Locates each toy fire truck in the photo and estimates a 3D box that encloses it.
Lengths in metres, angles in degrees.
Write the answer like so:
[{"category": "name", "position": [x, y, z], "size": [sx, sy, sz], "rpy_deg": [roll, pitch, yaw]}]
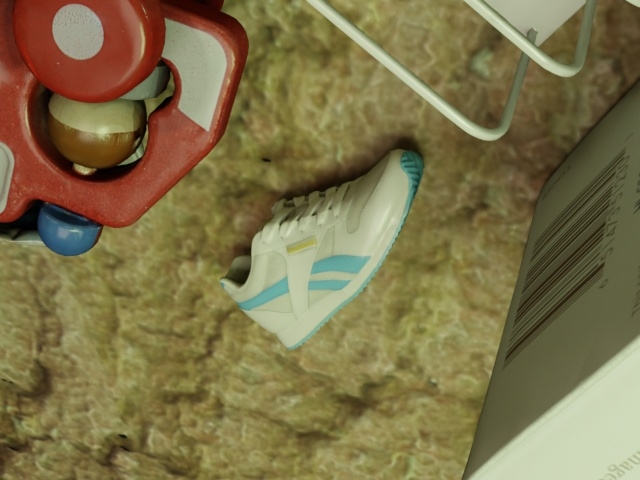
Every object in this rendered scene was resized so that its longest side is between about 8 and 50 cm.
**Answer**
[{"category": "toy fire truck", "position": [-0.212, -0.124, 0.905], "size": [0.302, 0.169, 0.254], "rpy_deg": [22, 119, 4]}]

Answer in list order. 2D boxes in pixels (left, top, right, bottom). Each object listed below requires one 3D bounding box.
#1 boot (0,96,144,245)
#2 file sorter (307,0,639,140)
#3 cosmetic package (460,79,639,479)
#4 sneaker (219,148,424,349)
[{"category": "boot", "position": [-0.285, -0.072, 1.032], "size": [0.258, 0.123, 0.095], "rpy_deg": [13, 130, 10]}, {"category": "file sorter", "position": [0.139, -0.225, 0.725], "size": [0.193, 0.173, 0.277], "rpy_deg": [38, 129, -12]}, {"category": "cosmetic package", "position": [0.359, 0.065, 0.770], "size": [0.393, 0.329, 0.327], "rpy_deg": [32, 131, -7]}, {"category": "sneaker", "position": [0.000, 0.000, 1.011], "size": [0.092, 0.087, 0.229], "rpy_deg": [37, 128, -7]}]
